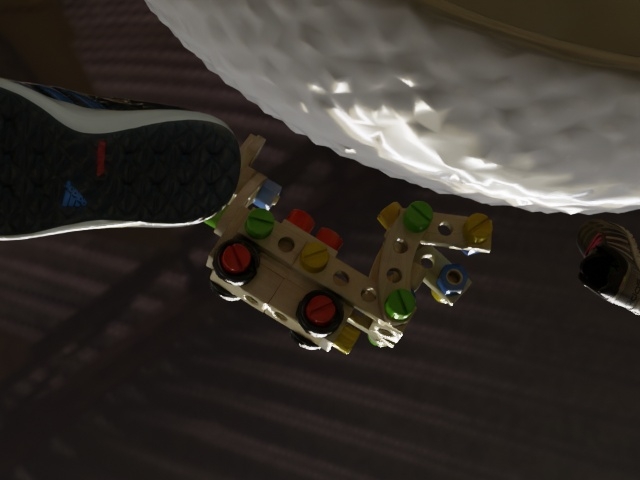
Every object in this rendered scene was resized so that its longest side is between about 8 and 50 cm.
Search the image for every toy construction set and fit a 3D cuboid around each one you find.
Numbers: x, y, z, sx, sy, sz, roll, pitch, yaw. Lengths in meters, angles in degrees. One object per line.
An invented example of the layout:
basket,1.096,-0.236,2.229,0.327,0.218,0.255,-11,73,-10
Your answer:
toy construction set,0.000,0.000,1.730,0.327,0.151,0.215,26,-112,16

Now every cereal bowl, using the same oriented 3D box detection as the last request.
cereal bowl,0.063,-0.139,0.598,0.339,0.339,0.141,-46,167,-39

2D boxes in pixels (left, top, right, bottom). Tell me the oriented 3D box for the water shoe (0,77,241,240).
water shoe,-0.137,-0.038,0.757,0.203,0.073,0.080,7,-174,-36

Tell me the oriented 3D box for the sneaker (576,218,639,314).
sneaker,0.336,0.022,1.923,0.063,0.074,0.170,-58,-151,24
